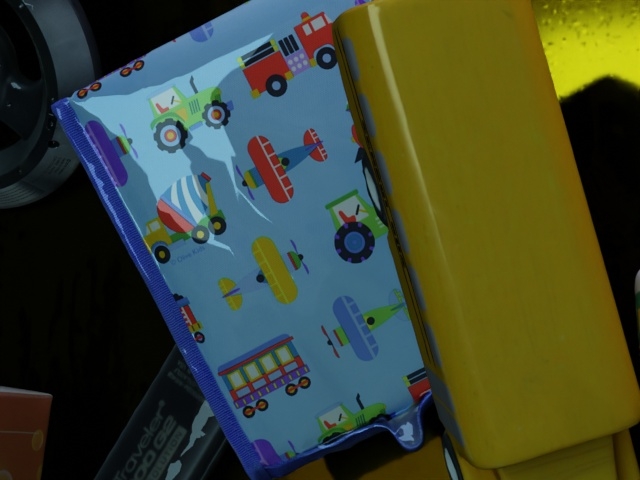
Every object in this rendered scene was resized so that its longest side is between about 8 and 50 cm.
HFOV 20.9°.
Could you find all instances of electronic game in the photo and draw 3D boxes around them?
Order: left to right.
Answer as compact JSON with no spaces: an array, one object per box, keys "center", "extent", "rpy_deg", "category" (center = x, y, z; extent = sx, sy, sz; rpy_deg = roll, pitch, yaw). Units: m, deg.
[{"center":[-0.259,-0.129,1.254],"extent":[0.229,0.048,0.229],"rpy_deg":[11,118,21],"category":"electronic game"}]

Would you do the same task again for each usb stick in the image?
[{"center":[-0.120,0.171,1.197],"extent":[0.077,0.045,0.278],"rpy_deg":[35,98,31],"category":"usb stick"}]

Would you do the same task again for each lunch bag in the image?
[{"center":[0.000,0.000,1.108],"extent":[0.221,0.138,0.293],"rpy_deg":[-27,81,1],"category":"lunch bag"}]

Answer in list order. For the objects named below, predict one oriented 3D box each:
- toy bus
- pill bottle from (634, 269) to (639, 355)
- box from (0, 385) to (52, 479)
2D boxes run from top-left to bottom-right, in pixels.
[{"center":[0.103,0.018,1.001],"extent":[0.108,0.130,0.332],"rpy_deg":[-16,94,-4],"category":"toy bus"},{"center":[0.246,0.114,0.995],"extent":[0.118,0.117,0.208],"rpy_deg":[-7,80,24],"category":"pill bottle"},{"center":[-0.331,0.261,1.188],"extent":[0.168,0.215,0.345],"rpy_deg":[5,85,25],"category":"box"}]
